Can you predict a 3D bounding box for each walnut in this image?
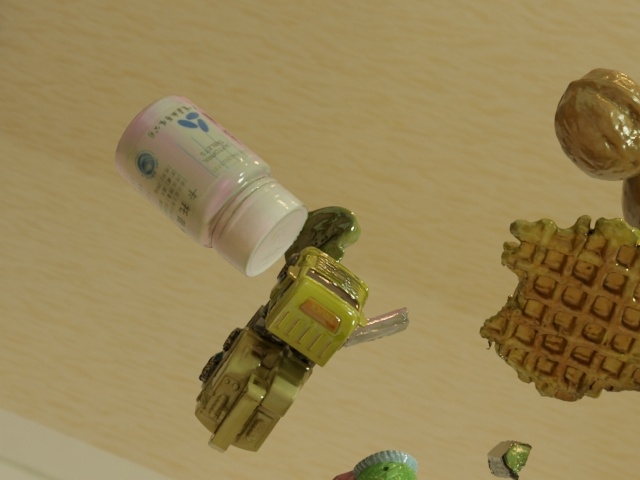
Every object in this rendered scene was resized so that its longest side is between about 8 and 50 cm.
[{"bbox_3d":[0.408,-0.163,1.382,0.149,0.166,0.167,-31,-150,56],"label":"walnut"}]

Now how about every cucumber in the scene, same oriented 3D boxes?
[{"bbox_3d":[0.324,0.369,1.653,0.070,0.046,0.220,-46,173,-8],"label":"cucumber"}]

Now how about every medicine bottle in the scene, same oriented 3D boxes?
[{"bbox_3d":[-0.151,-0.075,1.343,0.152,0.254,0.152,-44,163,-18],"label":"medicine bottle"}]

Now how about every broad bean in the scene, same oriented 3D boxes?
[{"bbox_3d":[0.001,0.001,2.324,0.206,0.153,0.072,-39,157,-9],"label":"broad bean"}]

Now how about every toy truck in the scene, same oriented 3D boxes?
[{"bbox_3d":[-0.083,0.222,1.841,0.405,0.180,0.254,-52,-170,17],"label":"toy truck"}]

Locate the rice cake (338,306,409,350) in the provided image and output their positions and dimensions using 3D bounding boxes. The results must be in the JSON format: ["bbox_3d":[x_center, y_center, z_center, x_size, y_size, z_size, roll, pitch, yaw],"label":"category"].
[{"bbox_3d":[0.113,0.191,2.104,0.269,0.049,0.055,-10,156,-50],"label":"rice cake"}]

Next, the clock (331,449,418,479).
[{"bbox_3d":[0.064,0.403,1.297,0.194,0.100,0.196,-43,-149,38],"label":"clock"}]

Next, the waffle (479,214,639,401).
[{"bbox_3d":[0.360,0.101,1.360,0.058,0.281,0.301,-55,138,-57],"label":"waffle"}]

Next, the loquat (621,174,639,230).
[{"bbox_3d":[0.625,-0.092,1.592,0.276,0.275,0.284,-39,125,-76],"label":"loquat"}]
